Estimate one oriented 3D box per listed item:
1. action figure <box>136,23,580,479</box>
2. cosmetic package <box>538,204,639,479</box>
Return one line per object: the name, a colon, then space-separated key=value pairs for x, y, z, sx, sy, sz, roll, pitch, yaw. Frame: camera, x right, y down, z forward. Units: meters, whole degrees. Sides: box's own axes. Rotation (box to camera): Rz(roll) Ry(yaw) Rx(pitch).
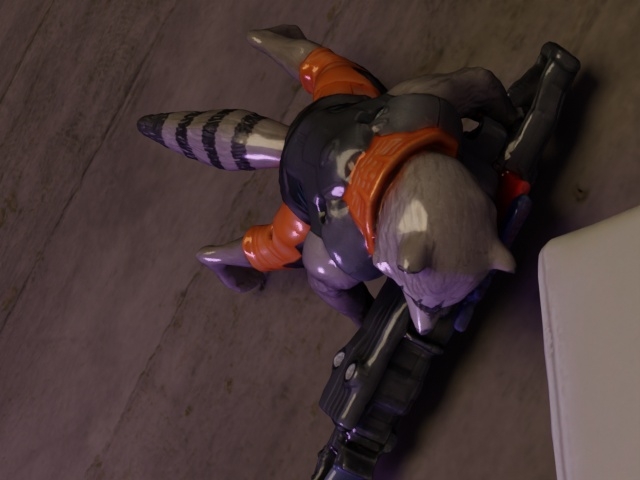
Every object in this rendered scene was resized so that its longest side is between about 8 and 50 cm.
action figure: x=0.000 y=0.000 z=0.872 sx=0.330 sy=0.178 sz=0.341 roll=17 pitch=82 yaw=61
cosmetic package: x=0.311 y=0.125 z=0.314 sx=0.394 sy=0.329 sz=0.327 roll=-26 pitch=54 yaw=39
